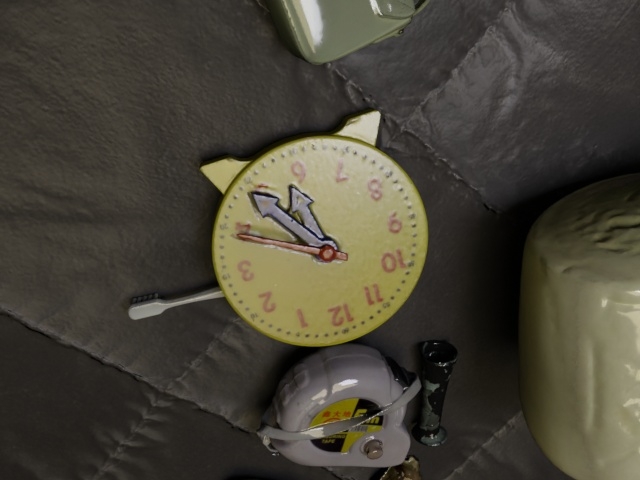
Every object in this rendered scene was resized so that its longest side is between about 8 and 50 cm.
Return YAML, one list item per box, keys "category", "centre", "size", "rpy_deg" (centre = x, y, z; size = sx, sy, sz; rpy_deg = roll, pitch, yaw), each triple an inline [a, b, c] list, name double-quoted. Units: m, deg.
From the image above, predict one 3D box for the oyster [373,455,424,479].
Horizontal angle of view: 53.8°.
- category: "oyster"
  centre: [0.106, 0.505, 1.086]
  size: [0.166, 0.094, 0.295]
  rpy_deg: [6, 109, -4]

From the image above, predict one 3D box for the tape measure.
- category: "tape measure"
  centre: [0.033, 0.240, 0.913]
  size: [0.236, 0.120, 0.197]
  rpy_deg: [6, 121, -19]

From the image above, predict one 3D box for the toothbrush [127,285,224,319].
- category: "toothbrush"
  centre: [-0.087, 0.056, 0.849]
  size: [0.342, 0.030, 0.025]
  rpy_deg: [-13, 118, -4]

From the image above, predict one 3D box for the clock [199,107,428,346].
- category: "clock"
  centre: [0.001, 0.003, 0.792]
  size: [0.277, 0.071, 0.294]
  rpy_deg: [-24, 111, -2]

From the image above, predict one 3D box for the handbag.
- category: "handbag"
  centre: [0.027, -0.330, 0.656]
  size: [0.219, 0.079, 0.256]
  rpy_deg: [-28, 119, -9]

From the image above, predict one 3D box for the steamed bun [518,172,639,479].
- category: "steamed bun"
  centre: [0.469, 0.083, 0.828]
  size: [0.455, 0.290, 0.372]
  rpy_deg: [-9, 112, -9]

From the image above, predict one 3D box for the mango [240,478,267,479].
- category: "mango"
  centre: [-0.077, 0.451, 1.017]
  size: [0.130, 0.092, 0.194]
  rpy_deg: [-41, 112, 13]

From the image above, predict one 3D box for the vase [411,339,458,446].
- category: "vase"
  centre: [0.175, 0.238, 0.976]
  size: [0.059, 0.059, 0.167]
  rpy_deg: [-4, 118, -9]
